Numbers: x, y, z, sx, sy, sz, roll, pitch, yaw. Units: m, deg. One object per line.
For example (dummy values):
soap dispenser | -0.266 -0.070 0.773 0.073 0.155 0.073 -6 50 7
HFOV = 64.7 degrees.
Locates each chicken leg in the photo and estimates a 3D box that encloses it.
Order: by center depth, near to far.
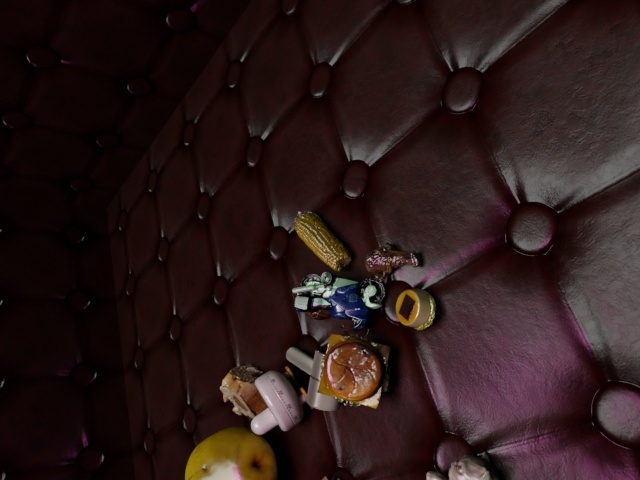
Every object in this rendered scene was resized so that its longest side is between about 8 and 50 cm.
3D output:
chicken leg | 0.238 0.063 1.679 0.196 0.080 0.125 -29 74 33

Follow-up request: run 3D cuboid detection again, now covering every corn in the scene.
corn | 0.000 0.000 1.918 0.318 0.115 0.115 48 119 39

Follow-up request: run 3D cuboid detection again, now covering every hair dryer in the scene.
hair dryer | -0.038 0.474 1.900 0.362 0.128 0.203 14 94 55

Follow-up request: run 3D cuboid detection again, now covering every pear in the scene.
pear | -0.344 0.915 1.984 0.418 0.363 0.362 -39 57 41

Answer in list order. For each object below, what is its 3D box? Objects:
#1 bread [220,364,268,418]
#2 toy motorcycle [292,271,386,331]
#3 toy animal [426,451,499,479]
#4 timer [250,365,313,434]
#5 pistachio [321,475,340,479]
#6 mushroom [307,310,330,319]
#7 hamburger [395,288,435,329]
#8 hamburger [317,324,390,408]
bread | -0.333 0.651 2.115 0.184 0.211 0.223 11 88 41
toy motorcycle | 0.066 0.214 1.771 0.331 0.125 0.196 2 79 22
toy animal | 0.410 0.700 1.288 0.188 0.308 0.266 -45 74 10
timer | -0.178 0.624 1.929 0.233 0.240 0.233 53 164 23
pistachio | 0.012 0.935 1.765 0.152 0.126 0.223 -108 35 -77
mushroom | -0.010 0.245 1.910 0.126 0.085 0.109 -24 66 33
hamburger | 0.303 0.214 1.577 0.141 0.082 0.126 9 89 60
hamburger | 0.115 0.419 1.665 0.243 0.139 0.261 15 87 13
